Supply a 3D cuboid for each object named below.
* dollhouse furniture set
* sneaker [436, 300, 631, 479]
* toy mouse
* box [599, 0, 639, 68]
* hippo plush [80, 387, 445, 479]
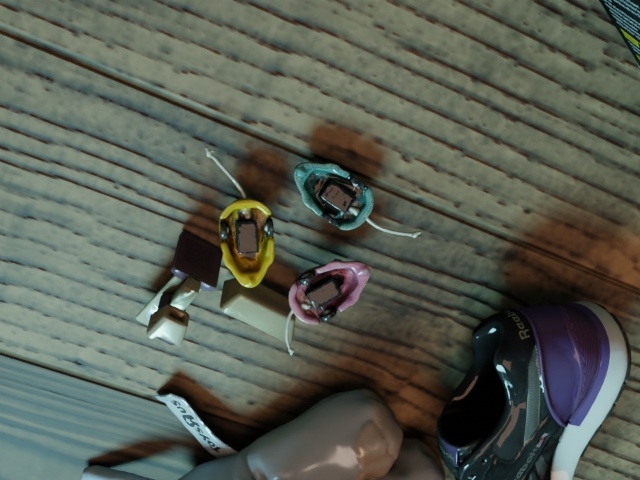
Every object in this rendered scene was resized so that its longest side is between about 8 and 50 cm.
[{"bbox_3d":[-0.081,0.071,0.616,0.114,0.091,0.081,28,128,-22],"label":"dollhouse furniture set"},{"bbox_3d":[0.136,0.176,0.660,0.124,0.107,0.283,2,111,-26],"label":"sneaker"},{"bbox_3d":[0.000,0.000,0.592,0.143,0.031,0.161,-9,103,-7],"label":"toy mouse"},{"bbox_3d":[0.234,-0.091,0.410,0.079,0.322,0.257,-34,115,15],"label":"box"},{"bbox_3d":[-0.014,0.260,0.627,0.294,0.236,0.234,37,110,-22],"label":"hippo plush"}]
